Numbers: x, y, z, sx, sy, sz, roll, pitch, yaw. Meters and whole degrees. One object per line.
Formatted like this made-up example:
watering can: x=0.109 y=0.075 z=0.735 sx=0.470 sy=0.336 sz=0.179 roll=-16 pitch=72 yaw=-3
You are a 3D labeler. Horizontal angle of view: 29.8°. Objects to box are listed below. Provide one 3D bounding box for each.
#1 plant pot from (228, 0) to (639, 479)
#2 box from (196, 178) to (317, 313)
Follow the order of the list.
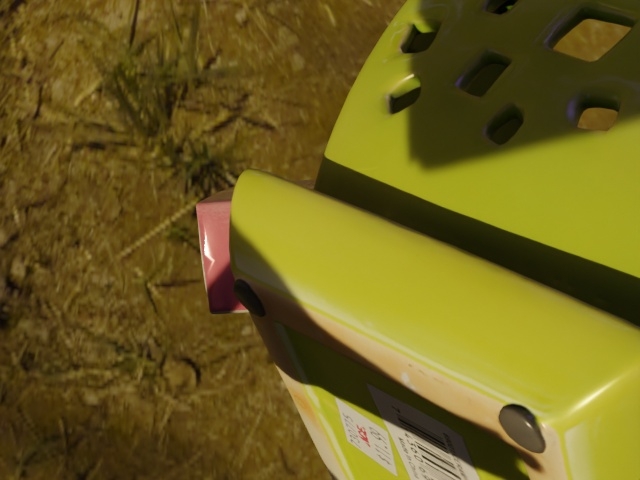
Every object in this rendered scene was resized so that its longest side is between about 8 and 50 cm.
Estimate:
plant pot: x=0.109 y=0.029 z=0.479 sx=0.207 sy=0.227 sz=0.228 roll=-41 pitch=131 yaw=-23
box: x=0.000 y=0.000 z=1.318 sx=0.232 sy=0.148 sz=0.126 roll=-4 pitch=99 yaw=14
